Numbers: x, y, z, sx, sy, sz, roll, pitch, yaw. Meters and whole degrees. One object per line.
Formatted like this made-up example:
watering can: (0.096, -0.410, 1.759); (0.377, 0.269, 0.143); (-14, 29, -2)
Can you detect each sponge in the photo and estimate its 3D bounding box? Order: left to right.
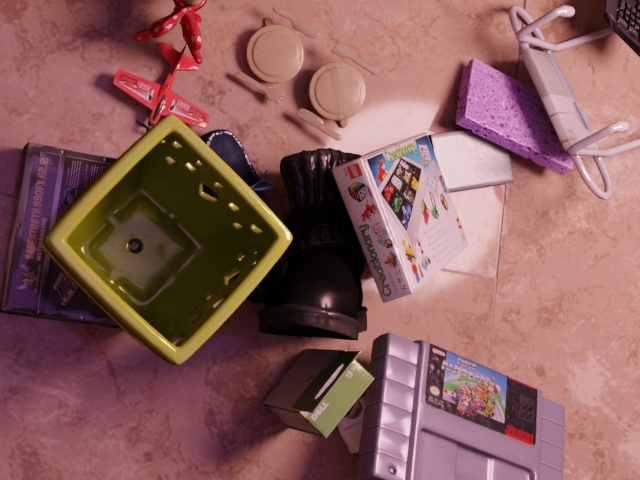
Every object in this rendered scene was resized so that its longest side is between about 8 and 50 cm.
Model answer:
sponge: (0.315, -0.196, 1.784); (0.210, 0.031, 0.117); (24, 59, -19)

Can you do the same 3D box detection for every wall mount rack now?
wall mount rack: (0.446, -0.245, 1.787); (0.304, 0.130, 0.350); (-6, 70, -56)

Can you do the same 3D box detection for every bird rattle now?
bird rattle: (-0.164, -0.382, 1.539); (0.143, 0.207, 0.253); (32, 56, 0)

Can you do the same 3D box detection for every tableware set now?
tableware set: (-0.023, -0.250, 1.673); (0.194, 0.039, 0.128); (31, 87, -10)

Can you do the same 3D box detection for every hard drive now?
hard drive: (0.236, -0.128, 1.770); (0.135, 0.022, 0.094); (-10, 89, -21)

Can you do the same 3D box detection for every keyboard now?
keyboard: (0.556, -0.435, 1.867); (0.201, 0.033, 0.317); (34, 58, -31)

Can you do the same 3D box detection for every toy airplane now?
toy airplane: (-0.221, -0.222, 1.597); (0.151, 0.028, 0.151); (2, 85, -23)

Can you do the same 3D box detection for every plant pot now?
plant pot: (-0.211, 0.004, 1.426); (0.228, 0.207, 0.227); (47, 72, -14)

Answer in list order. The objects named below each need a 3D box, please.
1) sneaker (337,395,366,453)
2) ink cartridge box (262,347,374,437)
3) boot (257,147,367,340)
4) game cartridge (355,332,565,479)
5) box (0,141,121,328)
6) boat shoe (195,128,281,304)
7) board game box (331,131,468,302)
sneaker: (0.091, 0.251, 1.667); (0.152, 0.053, 0.061); (-34, 95, -20)
ink cartridge box: (0.005, 0.210, 1.551); (0.062, 0.209, 0.109); (45, 72, -12)
boot: (-0.004, 0.000, 1.520); (0.131, 0.348, 0.260); (2, 89, 6)
game cartridge: (0.220, 0.292, 1.655); (0.355, 0.068, 0.230); (24, 61, -26)
box: (-0.327, -0.004, 1.522); (0.183, 0.056, 0.231); (9, 82, -21)
boat shoe: (-0.100, -0.040, 1.596); (0.109, 0.089, 0.258); (-24, 95, -21)
board game box: (0.123, -0.043, 1.599); (0.305, 0.053, 0.193); (-28, 97, -66)
